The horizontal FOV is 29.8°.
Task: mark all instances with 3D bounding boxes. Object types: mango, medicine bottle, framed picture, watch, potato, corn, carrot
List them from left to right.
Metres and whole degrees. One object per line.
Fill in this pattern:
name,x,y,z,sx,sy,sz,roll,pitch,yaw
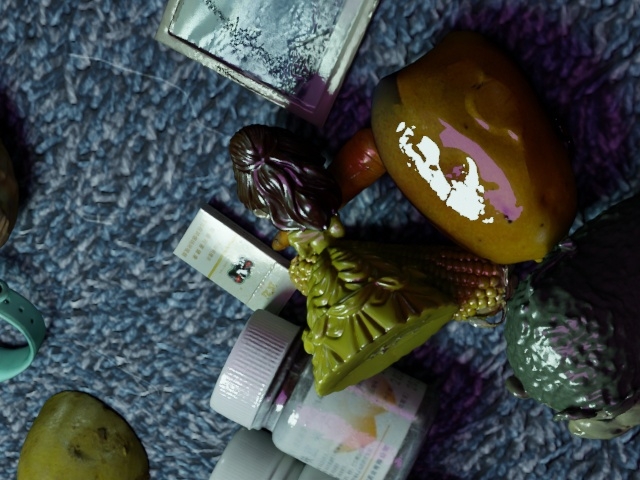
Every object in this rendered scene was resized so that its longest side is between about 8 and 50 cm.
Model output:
watch,-0.524,0.124,1.757,0.237,0.068,0.195,17,136,1
potato,-0.374,0.353,1.800,0.178,0.158,0.203,-11,114,25
framed picture,-0.040,-0.328,1.431,0.247,0.022,0.335,29,121,5
medicine bottle,0.006,0.404,1.652,0.339,0.208,0.208,26,120,7
medicine bottle,0.006,0.214,1.582,0.273,0.165,0.165,25,120,2
carrot,0.009,-0.059,1.522,0.061,0.061,0.256,44,123,-4
corn,0.102,0.050,1.517,0.293,0.106,0.106,3,115,22
mango,0.183,-0.094,1.389,0.287,0.152,0.201,49,130,-4

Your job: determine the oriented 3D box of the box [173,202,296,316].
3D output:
box,-0.110,0.031,1.622,0.167,0.024,0.090,35,123,0

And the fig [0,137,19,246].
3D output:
fig,-0.572,-0.051,1.560,0.286,0.369,0.286,4,109,12

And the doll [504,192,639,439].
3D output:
doll,0.347,0.080,1.305,0.247,0.349,0.247,30,130,43

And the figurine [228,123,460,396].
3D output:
figurine,0.002,0.001,1.437,0.187,0.168,0.315,-42,69,30
